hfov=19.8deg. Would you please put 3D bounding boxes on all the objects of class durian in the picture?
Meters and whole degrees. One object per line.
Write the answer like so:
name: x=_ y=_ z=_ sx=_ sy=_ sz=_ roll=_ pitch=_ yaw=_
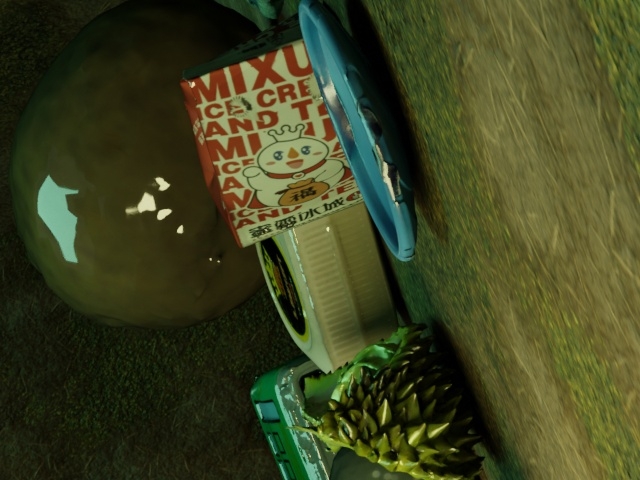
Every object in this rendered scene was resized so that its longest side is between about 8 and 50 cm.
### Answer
durian: x=0.067 y=0.179 z=1.827 sx=0.355 sy=0.169 sz=0.158 roll=-62 pitch=-49 yaw=-88

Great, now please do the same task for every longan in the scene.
longan: x=-0.202 y=-0.084 z=2.349 sx=0.436 sy=0.404 sz=0.404 roll=112 pitch=142 yaw=-52

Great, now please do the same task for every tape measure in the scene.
tape measure: x=0.000 y=0.000 z=2.170 sx=0.231 sy=0.133 sz=0.271 roll=-137 pitch=26 yaw=-64

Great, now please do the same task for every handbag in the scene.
handbag: x=-0.046 y=-0.117 z=1.812 sx=0.298 sy=0.171 sz=0.151 roll=76 pitch=173 yaw=-72

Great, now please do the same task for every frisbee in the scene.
frisbee: x=0.042 y=-0.099 z=1.566 sx=0.242 sy=0.045 sz=0.242 roll=160 pitch=90 yaw=-86

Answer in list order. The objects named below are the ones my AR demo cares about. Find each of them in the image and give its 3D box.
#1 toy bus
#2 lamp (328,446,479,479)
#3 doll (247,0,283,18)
toy bus: x=0.048 y=0.293 z=2.356 sx=0.199 sy=0.183 sz=0.344 roll=-21 pitch=90 yaw=64
lamp: x=0.099 y=0.260 z=2.094 sx=0.314 sy=0.181 sz=0.182 roll=-75 pitch=-31 yaw=-59
doll: x=-0.068 y=-0.291 z=1.870 sx=0.214 sy=0.071 sz=0.104 roll=-110 pitch=2 yaw=-56
